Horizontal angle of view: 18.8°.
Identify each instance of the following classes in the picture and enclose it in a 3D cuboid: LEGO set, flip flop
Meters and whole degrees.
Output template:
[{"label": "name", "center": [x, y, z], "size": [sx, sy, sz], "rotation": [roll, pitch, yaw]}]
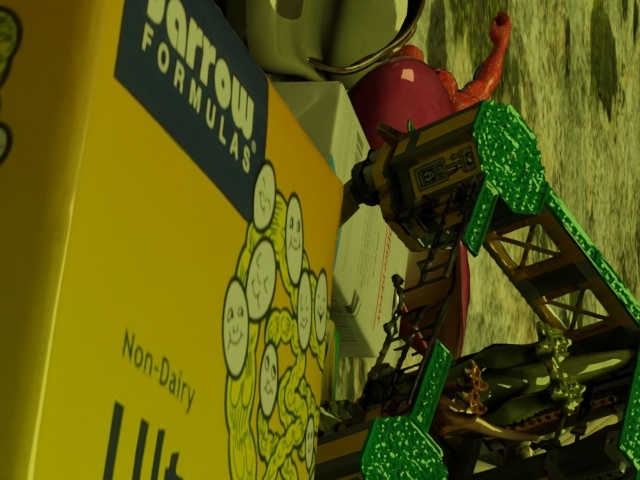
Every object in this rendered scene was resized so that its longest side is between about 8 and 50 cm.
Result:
[{"label": "LEGO set", "center": [0.036, 0.110, 0.949], "size": [0.255, 0.192, 0.331], "rotation": [44, 41, -30]}, {"label": "flip flop", "center": [0.018, -0.146, 1.144], "size": [0.277, 0.080, 0.112], "rotation": [-13, 102, -73]}]

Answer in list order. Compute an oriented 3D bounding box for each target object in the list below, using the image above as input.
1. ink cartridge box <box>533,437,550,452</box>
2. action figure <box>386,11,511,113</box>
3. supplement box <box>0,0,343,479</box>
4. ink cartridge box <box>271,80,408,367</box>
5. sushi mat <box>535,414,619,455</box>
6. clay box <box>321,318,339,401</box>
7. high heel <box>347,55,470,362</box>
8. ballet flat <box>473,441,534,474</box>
[{"label": "ink cartridge box", "center": [0.198, 0.240, 1.540], "size": [0.086, 0.203, 0.148], "rotation": [68, 27, -51]}, {"label": "action figure", "center": [0.095, -0.119, 1.395], "size": [0.280, 0.091, 0.139], "rotation": [32, 65, -72]}, {"label": "supplement box", "center": [-0.123, 0.116, 0.459], "size": [0.194, 0.195, 0.356], "rotation": [52, 40, -64]}, {"label": "ink cartridge box", "center": [0.000, 0.000, 1.117], "size": [0.180, 0.060, 0.104], "rotation": [64, 30, -56]}, {"label": "sushi mat", "center": [0.152, 0.241, 1.354], "size": [0.316, 0.019, 0.151], "rotation": [-27, 82, -42]}, {"label": "clay box", "center": [-0.041, 0.088, 0.988], "size": [0.222, 0.053, 0.127], "rotation": [41, 53, -70]}, {"label": "high heel", "center": [0.061, -0.012, 1.220], "size": [0.244, 0.082, 0.117], "rotation": [94, -24, -58]}, {"label": "ballet flat", "center": [0.060, 0.283, 1.066], "size": [0.182, 0.164, 0.482], "rotation": [-47, -153, 45]}]
